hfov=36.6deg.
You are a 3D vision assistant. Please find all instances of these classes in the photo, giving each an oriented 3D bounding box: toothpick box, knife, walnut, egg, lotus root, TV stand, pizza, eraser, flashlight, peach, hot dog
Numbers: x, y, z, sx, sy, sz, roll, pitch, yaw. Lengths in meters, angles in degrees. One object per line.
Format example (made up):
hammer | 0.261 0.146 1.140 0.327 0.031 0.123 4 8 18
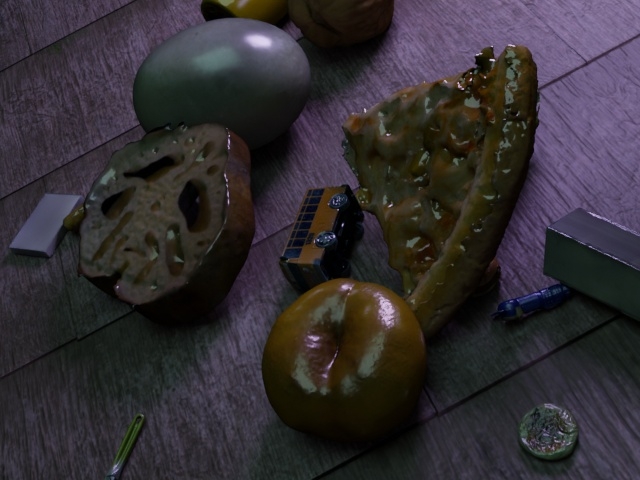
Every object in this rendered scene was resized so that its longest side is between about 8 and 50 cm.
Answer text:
toothpick box | -0.137 -0.555 2.128 0.175 0.175 0.271 23 66 38
knife | -0.315 0.350 1.510 0.022 0.026 0.184 25 54 -5
walnut | 0.048 -0.518 1.973 0.224 0.257 0.257 -28 33 50
egg | -0.189 -0.289 1.852 0.352 0.258 0.258 -6 48 12
lotus root | -0.268 -0.043 1.715 0.375 0.111 0.390 -53 48 3
TV stand | 0.444 0.051 1.347 0.083 0.088 0.269 -27 41 -31
pizza | 0.196 -0.125 1.475 0.392 0.080 0.435 -45 52 31
eraser | -0.552 -0.033 1.968 0.104 0.023 0.150 5 54 30
flashlight | 0.311 0.095 1.425 0.121 0.057 0.035 -18 80 1
peach | 0.036 0.171 1.405 0.251 0.153 0.251 -9 64 19
hot dog | -0.421 -0.092 1.939 0.215 0.047 0.066 -43 10 -15

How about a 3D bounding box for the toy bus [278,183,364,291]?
toy bus | 0.000 0.000 1.620 0.103 0.091 0.182 -2 49 27

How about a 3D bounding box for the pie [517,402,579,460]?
pie | 0.305 0.256 1.293 0.085 0.017 0.085 -14 47 15

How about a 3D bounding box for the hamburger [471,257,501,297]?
hamburger | 0.238 0.045 1.497 0.076 0.044 0.083 -38 42 -10

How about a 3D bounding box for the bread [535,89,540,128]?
bread | 0.251 -0.177 1.609 0.158 0.156 0.261 21 60 36
